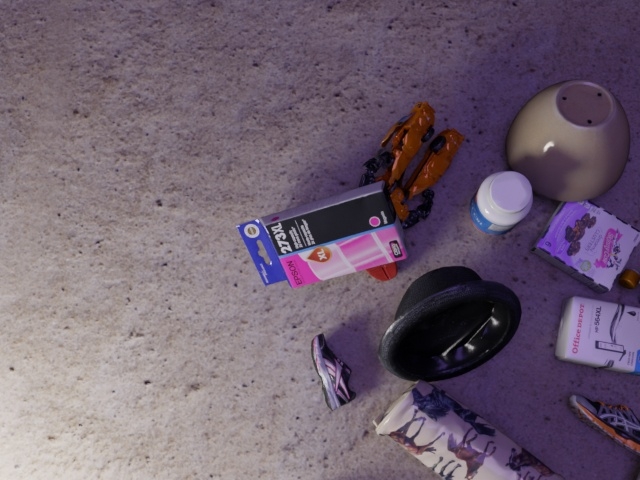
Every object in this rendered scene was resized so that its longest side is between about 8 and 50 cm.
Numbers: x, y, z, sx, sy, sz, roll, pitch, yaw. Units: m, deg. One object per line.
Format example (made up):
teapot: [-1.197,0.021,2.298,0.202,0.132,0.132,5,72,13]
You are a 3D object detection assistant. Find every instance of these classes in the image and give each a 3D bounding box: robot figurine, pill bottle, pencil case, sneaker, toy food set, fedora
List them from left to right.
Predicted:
sneaker: [0.031,0.300,1.810,0.077,0.072,0.178,-16,87,-12]
sneaker: [0.122,-0.019,1.848,0.087,0.128,0.221,-20,115,23]
robot figurine: [0.210,-0.171,1.850,0.211,0.085,0.291,38,83,-22]
fedora: [0.276,0.170,1.753,0.334,0.334,0.152,-15,44,0]
pencil case: [0.317,0.471,1.707,0.410,0.160,0.183,35,125,10]
pill bottle: [0.414,-0.088,1.776,0.124,0.221,0.124,0,79,2]
sneaker: [0.659,0.401,1.754,0.215,0.084,0.083,32,83,-3]
toy food set: [0.817,0.112,1.784,0.232,0.111,0.104,35,71,9]

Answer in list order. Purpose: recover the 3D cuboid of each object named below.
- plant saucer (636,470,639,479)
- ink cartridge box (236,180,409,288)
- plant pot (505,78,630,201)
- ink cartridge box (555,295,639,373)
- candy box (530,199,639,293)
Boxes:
plant saucer: [0.881,0.597,1.673,0.400,0.100,0.400,0,84,-4]
ink cartridge box: [0.000,0.000,1.768,0.371,0.069,0.176,-15,114,19]
plant pot: [0.581,-0.259,1.781,0.284,0.191,0.284,-1,63,3]
ink cartridge box: [0.657,0.219,1.780,0.203,0.086,0.148,10,81,3]
candy box: [0.625,0.004,1.827,0.196,0.070,0.165,32,82,8]
